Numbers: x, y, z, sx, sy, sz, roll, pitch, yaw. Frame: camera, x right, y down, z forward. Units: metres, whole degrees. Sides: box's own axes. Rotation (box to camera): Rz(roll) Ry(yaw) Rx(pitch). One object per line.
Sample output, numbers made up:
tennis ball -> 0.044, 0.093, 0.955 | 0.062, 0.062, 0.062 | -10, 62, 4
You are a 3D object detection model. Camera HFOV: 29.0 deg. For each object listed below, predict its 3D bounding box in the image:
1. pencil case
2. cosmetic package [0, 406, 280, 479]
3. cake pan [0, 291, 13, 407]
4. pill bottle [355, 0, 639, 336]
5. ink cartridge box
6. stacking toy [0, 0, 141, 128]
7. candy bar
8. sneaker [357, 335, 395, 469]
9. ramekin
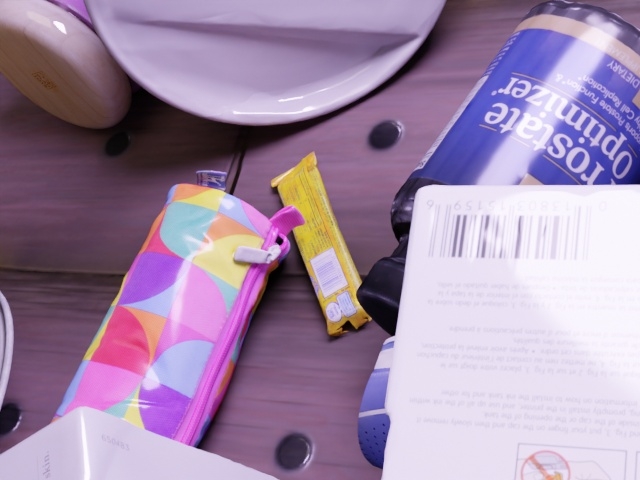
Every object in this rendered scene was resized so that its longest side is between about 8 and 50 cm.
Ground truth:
pencil case -> -0.101, 0.071, 0.828 | 0.104, 0.104, 0.236 | 10, 66, 34
cosmetic package -> -0.197, 0.274, 0.650 | 0.385, 0.156, 0.217 | -32, 48, 28
cake pan -> -0.329, 0.146, 0.871 | 0.293, 0.054, 0.293 | -32, 39, 30
pill bottle -> 0.121, -0.028, 0.754 | 0.122, 0.123, 0.219 | 25, 74, 38
ink cartridge box -> 0.165, 0.089, 0.545 | 0.275, 0.060, 0.239 | 1, 64, 20
stacking toy -> -0.142, -0.257, 1.067 | 0.141, 0.141, 0.330 | 15, 61, 36
candy bar -> 0.000, 0.000, 0.871 | 0.040, 0.018, 0.161 | -31, 50, 12
sneaker -> 0.142, 0.160, 0.611 | 0.315, 0.127, 0.182 | 10, 62, 32
ramekin -> -0.043, -0.229, 0.899 | 0.272, 0.273, 0.127 | -28, 38, 10
